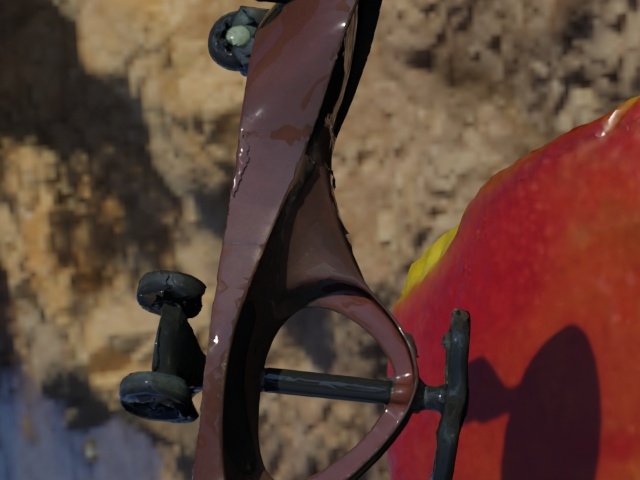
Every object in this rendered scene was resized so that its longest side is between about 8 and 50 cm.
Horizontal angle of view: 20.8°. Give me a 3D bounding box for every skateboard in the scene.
[{"bbox_3d":[0.000,0.000,0.426,0.067,0.080,0.151,89,-172,-74],"label":"skateboard"}]

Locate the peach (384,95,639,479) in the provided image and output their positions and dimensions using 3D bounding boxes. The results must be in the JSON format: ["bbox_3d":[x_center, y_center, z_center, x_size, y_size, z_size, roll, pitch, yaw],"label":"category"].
[{"bbox_3d":[0.197,0.070,0.650,0.306,0.242,0.380,-3,102,34],"label":"peach"}]
